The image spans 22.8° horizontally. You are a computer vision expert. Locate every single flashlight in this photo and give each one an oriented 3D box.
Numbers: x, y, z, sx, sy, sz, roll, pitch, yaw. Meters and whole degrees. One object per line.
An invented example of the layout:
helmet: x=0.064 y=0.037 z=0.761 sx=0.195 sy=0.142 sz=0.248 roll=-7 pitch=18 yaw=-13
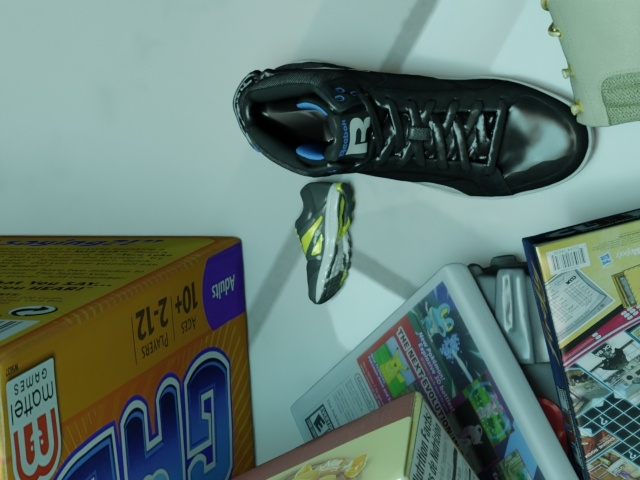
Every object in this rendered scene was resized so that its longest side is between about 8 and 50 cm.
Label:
flashlight: x=0.135 y=0.162 z=0.995 sx=0.103 sy=0.103 sz=0.304 roll=2 pitch=100 yaw=46

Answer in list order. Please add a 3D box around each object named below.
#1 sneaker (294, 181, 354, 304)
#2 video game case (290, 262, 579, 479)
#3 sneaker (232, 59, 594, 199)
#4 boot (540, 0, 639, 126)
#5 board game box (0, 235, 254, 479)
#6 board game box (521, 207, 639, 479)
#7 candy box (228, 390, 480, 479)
sneaker: x=0.000 y=0.000 z=1.044 sx=0.035 sy=0.031 sz=0.083 roll=14 pitch=100 yaw=28
video game case: x=0.074 y=0.146 z=0.980 sx=0.183 sy=0.023 sz=0.201 roll=-46 pitch=61 yaw=40
sneaker: x=0.051 y=-0.061 z=0.965 sx=0.216 sy=0.121 sz=0.079 roll=9 pitch=103 yaw=15
boot: x=0.140 y=-0.151 z=0.939 sx=0.213 sy=0.077 sz=0.165 roll=9 pitch=126 yaw=41
board game box: x=-0.262 y=0.198 z=0.984 sx=0.356 sy=0.356 sz=0.356 roll=0 pitch=100 yaw=17
board game box: x=0.254 y=0.049 z=0.923 sx=0.243 sy=0.042 sz=0.165 roll=-14 pitch=96 yaw=-2
candy box: x=0.056 y=0.256 z=0.897 sx=0.183 sy=0.087 sz=0.316 roll=-28 pitch=111 yaw=20
